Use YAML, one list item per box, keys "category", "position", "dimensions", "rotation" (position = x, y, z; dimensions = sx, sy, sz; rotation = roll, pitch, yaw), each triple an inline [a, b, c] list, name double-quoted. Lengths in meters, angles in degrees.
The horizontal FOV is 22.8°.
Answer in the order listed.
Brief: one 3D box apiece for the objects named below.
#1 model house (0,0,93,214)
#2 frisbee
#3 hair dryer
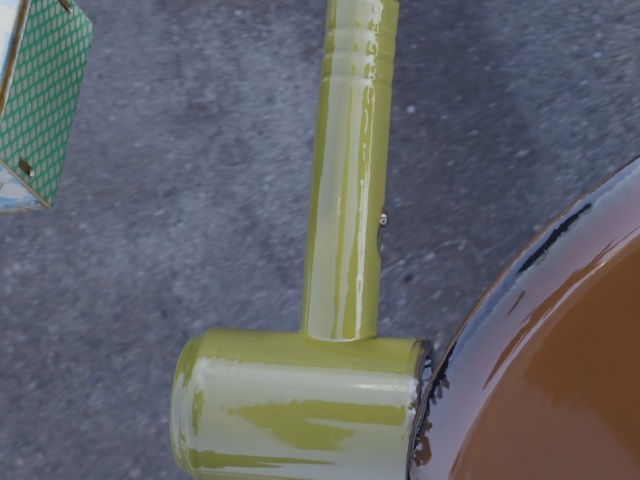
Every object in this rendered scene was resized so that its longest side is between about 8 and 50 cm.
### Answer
- category: "model house"
  position: [-0.251, -0.094, 0.972]
  dimensions: [0.206, 0.271, 0.178]
  rotation: [14, 66, -18]
- category: "frisbee"
  position: [0.146, 0.050, 0.591]
  dimensions: [0.251, 0.251, 0.021]
  rotation: [-53, 46, 19]
- category: "hair dryer"
  position: [0.000, 0.000, 0.870]
  dimensions: [0.135, 0.090, 0.279]
  rotation: [4, 85, 13]
